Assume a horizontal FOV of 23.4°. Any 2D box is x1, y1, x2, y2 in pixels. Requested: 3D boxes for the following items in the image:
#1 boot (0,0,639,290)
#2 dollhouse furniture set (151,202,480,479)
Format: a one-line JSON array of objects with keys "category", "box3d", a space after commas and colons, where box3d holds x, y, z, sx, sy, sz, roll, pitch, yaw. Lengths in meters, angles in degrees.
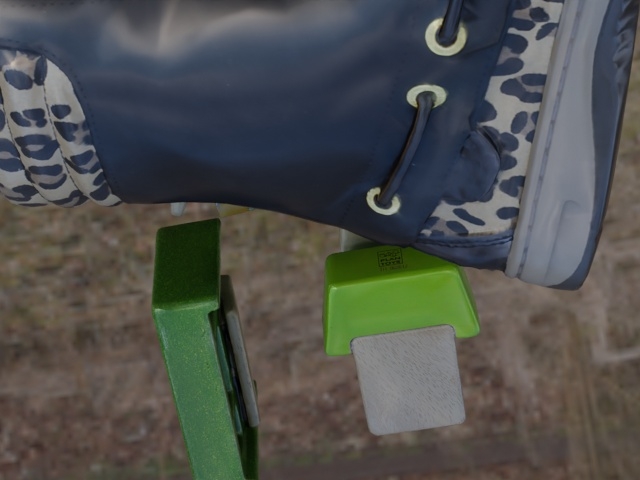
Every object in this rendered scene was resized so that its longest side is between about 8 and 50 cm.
[{"category": "boot", "box3d": [-0.012, -0.146, 0.632, 0.284, 0.138, 0.377, 4, 131, 8]}, {"category": "dollhouse furniture set", "box3d": [0.000, 0.000, 1.054, 0.197, 0.301, 0.151, -9, 126, 4]}]
